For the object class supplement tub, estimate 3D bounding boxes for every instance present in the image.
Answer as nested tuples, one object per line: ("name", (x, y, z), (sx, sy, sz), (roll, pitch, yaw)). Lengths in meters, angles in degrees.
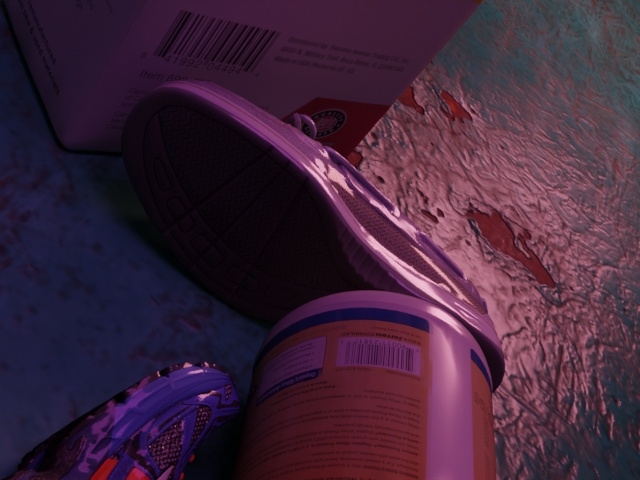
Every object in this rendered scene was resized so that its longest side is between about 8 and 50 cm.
("supplement tub", (0.022, 0.140, 0.511), (0.144, 0.144, 0.200), (31, 37, -17))

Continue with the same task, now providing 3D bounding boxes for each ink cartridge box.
("ink cartridge box", (-0.006, -0.238, 0.669), (0.279, 0.385, 0.160), (1, 52, -44))

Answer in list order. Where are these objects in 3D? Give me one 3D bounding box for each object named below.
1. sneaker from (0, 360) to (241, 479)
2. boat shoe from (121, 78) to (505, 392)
("sneaker", (-0.110, 0.133, 0.462), (0.087, 0.083, 0.221), (58, 41, -3))
("boat shoe", (0.003, -0.001, 0.674), (0.320, 0.118, 0.103), (36, 29, -17))
